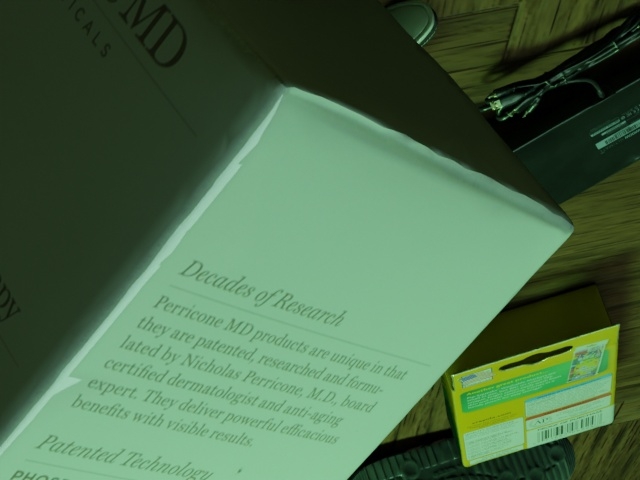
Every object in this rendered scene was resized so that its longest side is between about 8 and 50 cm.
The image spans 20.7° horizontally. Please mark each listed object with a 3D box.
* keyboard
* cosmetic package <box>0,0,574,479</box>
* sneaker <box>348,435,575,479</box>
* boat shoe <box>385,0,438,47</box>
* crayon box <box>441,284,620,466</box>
[{"bbox_3d":[0.261,-0.128,1.603,0.317,0.033,0.201,-30,143,9],"label":"keyboard"},{"bbox_3d":[-0.118,-0.009,1.207,0.327,0.329,0.393,20,116,-49],"label":"cosmetic package"},{"bbox_3d":[0.181,0.316,2.368,0.319,0.112,0.131,-8,169,-11],"label":"sneaker"},{"bbox_3d":[0.054,-0.156,1.444,0.038,0.046,0.125,13,144,-44],"label":"boat shoe"},{"bbox_3d":[0.249,0.158,2.107,0.203,0.083,0.323,-17,154,-1],"label":"crayon box"}]
